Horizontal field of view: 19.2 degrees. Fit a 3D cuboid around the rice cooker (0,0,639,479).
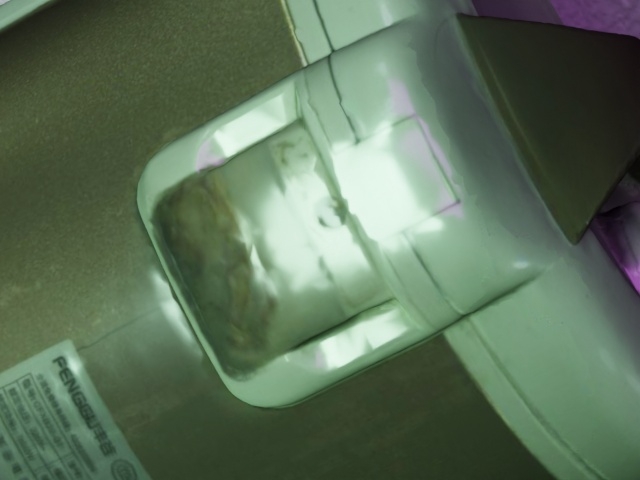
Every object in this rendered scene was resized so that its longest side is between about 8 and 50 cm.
[{"bbox_3d":[0.000,0.000,0.828,0.325,0.335,0.335,-27,60,18],"label":"rice cooker"}]
